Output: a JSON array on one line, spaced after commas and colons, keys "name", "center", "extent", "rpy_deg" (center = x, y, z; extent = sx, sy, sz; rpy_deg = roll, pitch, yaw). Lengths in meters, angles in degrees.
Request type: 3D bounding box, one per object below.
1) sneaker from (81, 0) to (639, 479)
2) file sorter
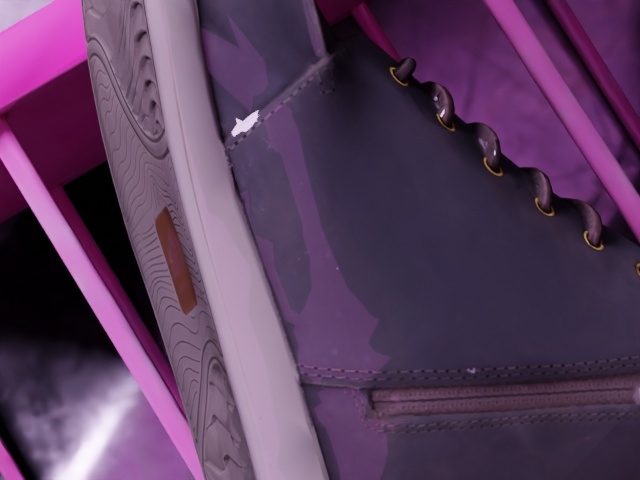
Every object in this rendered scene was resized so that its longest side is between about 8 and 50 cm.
[{"name": "sneaker", "center": [0.015, -0.018, 0.419], "extent": [0.118, 0.083, 0.222], "rpy_deg": [-14, 88, -18]}, {"name": "file sorter", "center": [0.000, 0.000, 0.547], "extent": [0.291, 0.202, 0.182], "rpy_deg": [-31, 88, -5]}]
